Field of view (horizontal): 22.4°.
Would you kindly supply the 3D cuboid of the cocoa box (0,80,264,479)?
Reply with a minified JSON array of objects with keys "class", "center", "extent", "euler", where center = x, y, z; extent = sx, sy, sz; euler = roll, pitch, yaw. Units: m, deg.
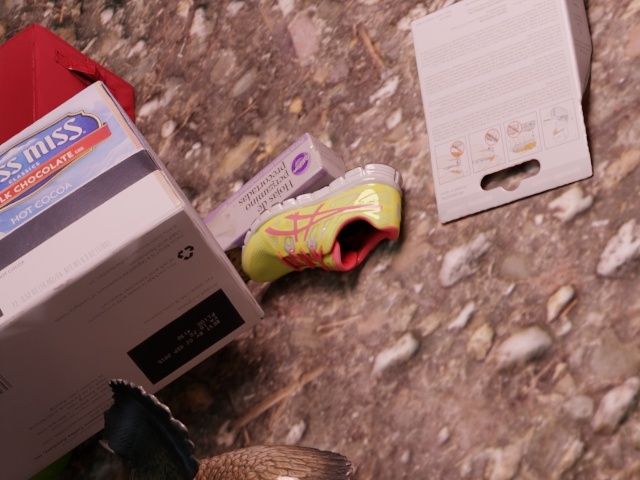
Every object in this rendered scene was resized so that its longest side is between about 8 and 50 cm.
[{"class":"cocoa box","center":[-0.285,0.051,1.693],"extent":[0.347,0.231,0.228],"euler":[-34,51,-3]}]

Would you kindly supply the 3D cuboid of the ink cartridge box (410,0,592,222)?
[{"class":"ink cartridge box","center":[0.195,-0.149,1.674],"extent":[0.189,0.066,0.232],"euler":[-18,75,35]}]

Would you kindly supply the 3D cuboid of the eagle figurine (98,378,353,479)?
[{"class":"eagle figurine","center":[-0.135,0.246,1.612],"extent":[0.225,0.226,0.298],"euler":[48,123,11]}]

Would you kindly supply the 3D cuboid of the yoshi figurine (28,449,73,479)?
[{"class":"yoshi figurine","center":[-0.354,0.153,1.939],"extent":[0.203,0.203,0.362],"euler":[8,49,5]}]

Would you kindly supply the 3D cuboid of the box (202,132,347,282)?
[{"class":"box","center":[-0.105,0.008,1.833],"extent":[0.324,0.067,0.063],"euler":[-38,46,18]}]

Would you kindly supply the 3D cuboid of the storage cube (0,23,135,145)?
[{"class":"storage cube","center":[-0.362,-0.124,2.068],"extent":[0.215,0.184,0.193],"euler":[-29,49,28]}]

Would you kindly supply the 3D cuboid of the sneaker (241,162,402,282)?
[{"class":"sneaker","center":[0.000,0.000,1.727],"extent":[0.208,0.081,0.094],"euler":[-31,50,26]}]
